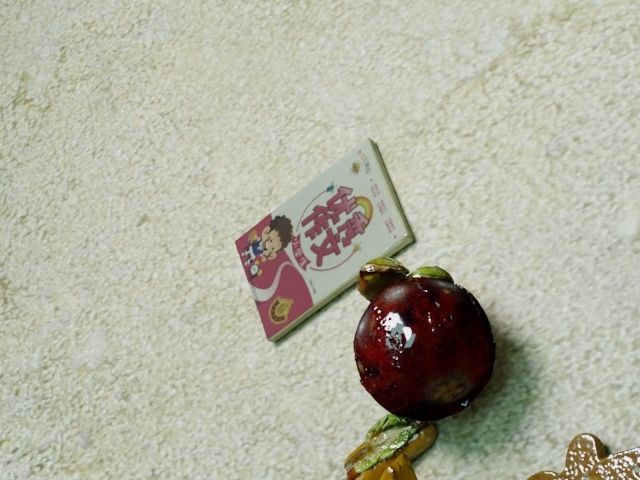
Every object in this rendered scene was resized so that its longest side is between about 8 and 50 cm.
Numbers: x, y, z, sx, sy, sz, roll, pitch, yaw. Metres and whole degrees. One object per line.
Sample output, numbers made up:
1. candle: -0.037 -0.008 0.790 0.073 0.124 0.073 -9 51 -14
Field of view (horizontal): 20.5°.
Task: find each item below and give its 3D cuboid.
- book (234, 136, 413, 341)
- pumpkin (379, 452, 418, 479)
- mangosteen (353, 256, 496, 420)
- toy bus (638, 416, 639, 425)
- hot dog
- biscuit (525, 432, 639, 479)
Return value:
1. book: 0.000 0.000 2.163 0.232 0.022 0.162 -38 52 23
2. pumpkin: 0.051 0.404 1.898 0.258 0.095 0.290 -36 56 18
3. mangosteen: 0.110 0.103 1.932 0.166 0.166 0.180 -33 47 25
4. toy bus: 0.459 0.168 1.633 0.301 0.139 0.113 -24 58 21
5. hot dog: 0.074 0.233 1.987 0.133 0.041 0.056 -39 51 21
6. biscuit: 0.285 0.262 1.804 0.205 0.031 0.138 -19 60 33
